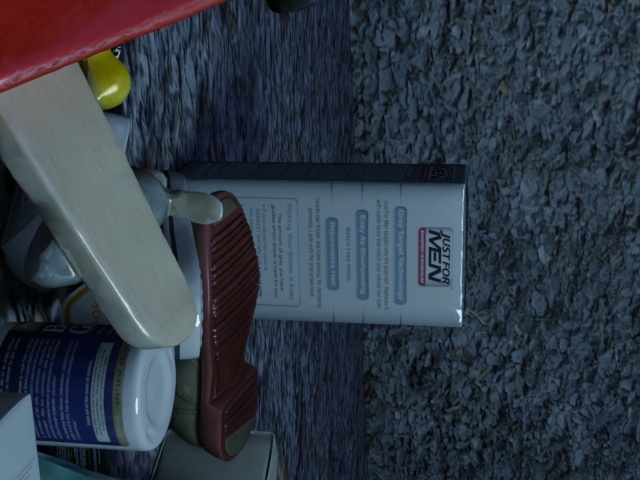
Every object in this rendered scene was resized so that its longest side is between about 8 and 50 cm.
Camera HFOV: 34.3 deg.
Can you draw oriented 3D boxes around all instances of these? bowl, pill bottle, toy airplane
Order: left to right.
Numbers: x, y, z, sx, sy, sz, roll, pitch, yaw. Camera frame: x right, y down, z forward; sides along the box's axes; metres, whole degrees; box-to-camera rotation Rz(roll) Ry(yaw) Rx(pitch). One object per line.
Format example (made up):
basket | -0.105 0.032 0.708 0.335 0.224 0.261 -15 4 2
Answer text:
toy airplane | -0.201 -0.146 0.664 0.384 0.272 0.386 18 81 -40
pill bottle | -0.204 0.109 0.792 0.094 0.169 0.094 2 90 -81
bowl | -0.220 -0.037 0.872 0.142 0.053 0.142 -26 -131 49

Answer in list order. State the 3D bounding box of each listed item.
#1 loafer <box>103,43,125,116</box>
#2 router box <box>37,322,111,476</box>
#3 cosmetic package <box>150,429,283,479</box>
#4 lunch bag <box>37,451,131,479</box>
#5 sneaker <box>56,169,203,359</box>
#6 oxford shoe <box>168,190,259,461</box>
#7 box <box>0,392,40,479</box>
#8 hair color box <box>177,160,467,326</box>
loafer | -0.220 -0.180 1.012 0.061 0.062 0.170 -150 -116 -76
router box | -0.240 0.181 0.953 0.133 0.046 0.179 -53 144 -74
cosmetic package | -0.121 0.391 1.365 0.129 0.153 0.296 -80 168 -47
lunch bag | -0.187 0.307 0.844 0.262 0.160 0.223 64 48 -68
sneaker | -0.183 0.012 0.986 0.321 0.127 0.126 -117 -154 -69
oxford shoe | -0.152 0.100 1.214 0.123 0.130 0.348 -38 137 -56
box | -0.257 0.159 0.698 0.102 0.101 0.087 -61 151 -72
hair color box | 0.000 0.000 1.335 0.113 0.374 0.185 -58 148 -70
